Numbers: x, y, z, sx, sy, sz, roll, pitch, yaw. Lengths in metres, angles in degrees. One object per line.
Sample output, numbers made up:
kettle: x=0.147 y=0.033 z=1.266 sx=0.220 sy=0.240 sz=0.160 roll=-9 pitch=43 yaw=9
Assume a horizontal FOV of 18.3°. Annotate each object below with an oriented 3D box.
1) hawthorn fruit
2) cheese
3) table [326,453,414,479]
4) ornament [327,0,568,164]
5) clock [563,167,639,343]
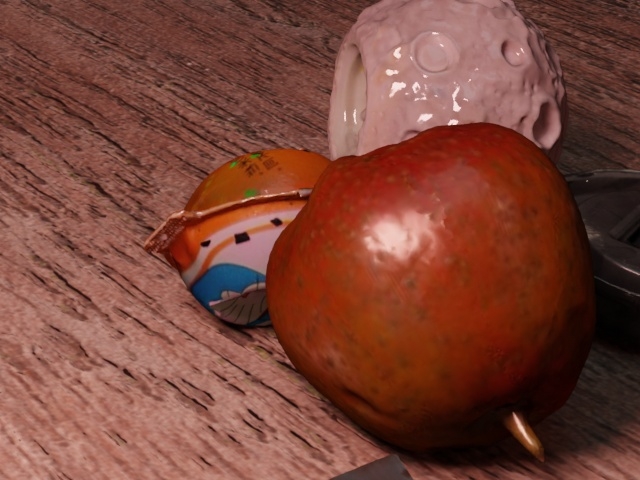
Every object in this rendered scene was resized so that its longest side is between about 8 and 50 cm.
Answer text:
hawthorn fruit: x=0.106 y=0.062 z=1.622 sx=0.277 sy=0.277 sz=0.298 roll=-13 pitch=61 yaw=-31
cheese: x=0.000 y=0.000 z=1.817 sx=0.329 sy=0.217 sz=0.129 roll=5 pitch=65 yaw=-29
table: x=0.014 y=0.261 z=1.170 sx=0.169 sy=0.172 sz=0.193 roll=-18 pitch=53 yaw=-26
ornament: x=0.133 y=-0.130 z=1.996 sx=0.225 sy=0.259 sz=0.259 roll=4 pitch=24 yaw=-14
clock: x=0.332 y=0.017 z=1.910 sx=0.280 sy=0.055 sz=0.280 roll=8 pitch=28 yaw=-5
